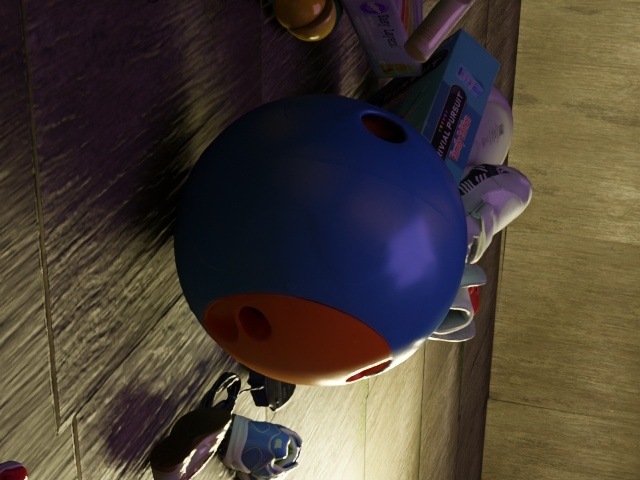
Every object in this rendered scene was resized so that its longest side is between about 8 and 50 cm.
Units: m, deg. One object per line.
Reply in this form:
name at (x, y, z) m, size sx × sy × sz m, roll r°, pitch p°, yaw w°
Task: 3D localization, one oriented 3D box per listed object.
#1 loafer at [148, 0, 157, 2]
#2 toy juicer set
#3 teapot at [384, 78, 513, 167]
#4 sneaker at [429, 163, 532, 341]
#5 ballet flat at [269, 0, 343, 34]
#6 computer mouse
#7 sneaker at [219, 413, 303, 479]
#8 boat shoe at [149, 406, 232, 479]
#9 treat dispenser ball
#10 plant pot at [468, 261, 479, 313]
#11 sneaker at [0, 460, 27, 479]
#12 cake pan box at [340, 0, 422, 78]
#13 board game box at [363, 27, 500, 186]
loafer at (-0.143, -0.255, 1.012) m, size 0.170 × 0.062 × 0.061 m, roll 57°, pitch 49°, yaw -66°
toy juicer set at (0.048, -0.288, 1.241) m, size 0.089 × 0.329 × 0.209 m, roll -12°, pitch -122°, yaw 71°
teapot at (0.155, -0.174, 1.912) m, size 0.252 × 0.187 × 0.256 m, roll 4°, pitch 121°, yaw -46°
sneaker at (0.199, 0.024, 1.807) m, size 0.366 × 0.210 × 0.137 m, roll -22°, pitch 139°, yaw -26°
ballet flat at (-0.028, -0.288, 1.390) m, size 0.232 × 0.080 × 0.073 m, roll 26°, pitch 44°, yaw -76°
computer mouse at (-0.090, 0.178, 1.496) m, size 0.242 × 0.041 × 0.071 m, roll -11°, pitch 100°, yaw -67°
sneaker at (-0.062, 0.271, 1.550) m, size 0.211 × 0.081 × 0.080 m, roll 57°, pitch 43°, yaw -70°
boat shoe at (-0.138, 0.220, 1.320) m, size 0.135 × 0.050 × 0.045 m, roll -35°, pitch 136°, yaw -56°
treat dispenser ball at (0.000, 0.000, 1.231) m, size 0.288 × 0.288 × 0.288 m, roll 9°, pitch 90°, yaw -75°
plant pot at (0.165, 0.032, 2.034) m, size 0.191 × 0.191 × 0.174 m, roll -46°, pitch 139°, yaw -65°
sneaker at (-0.232, 0.208, 0.929) m, size 0.118 × 0.067 × 0.042 m, roll -51°, pitch 147°, yaw -61°
cake pan box at (0.077, -0.362, 1.520) m, size 0.246 × 0.070 × 0.266 m, roll 56°, pitch 34°, yaw -70°
board game box at (0.082, -0.090, 1.594) m, size 0.079 × 0.254 × 0.336 m, roll 40°, pitch 45°, yaw -18°
